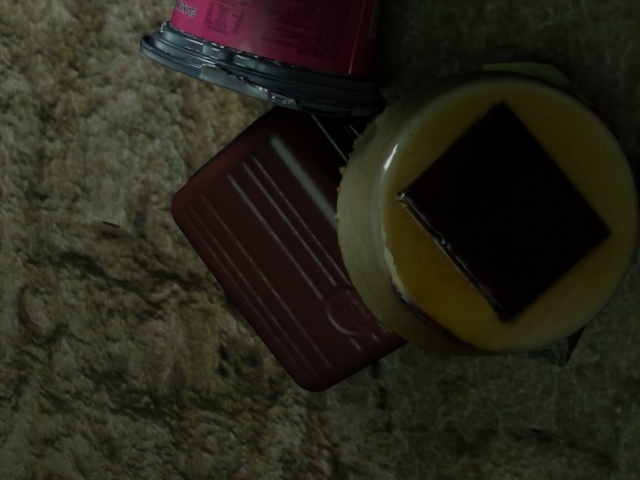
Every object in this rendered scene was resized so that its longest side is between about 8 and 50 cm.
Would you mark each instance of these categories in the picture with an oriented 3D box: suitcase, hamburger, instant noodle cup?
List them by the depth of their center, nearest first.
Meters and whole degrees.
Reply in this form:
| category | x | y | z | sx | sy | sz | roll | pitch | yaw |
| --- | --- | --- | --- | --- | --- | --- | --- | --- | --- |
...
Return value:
| category | x | y | z | sx | sy | sz | roll | pitch | yaw |
| --- | --- | --- | --- | --- | --- | --- | --- | --- | --- |
| hamburger | 0.162 | -0.024 | 1.027 | 0.302 | 0.170 | 0.302 | -1 | 95 | -6 |
| instant noodle cup | -0.035 | -0.246 | 1.061 | 0.302 | 0.258 | 0.181 | 34 | 113 | 50 |
| suitcase | 0.000 | 0.000 | 1.192 | 0.236 | 0.161 | 0.297 | -34 | 93 | 37 |

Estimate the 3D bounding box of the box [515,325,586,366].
| category | x | y | z | sx | sy | sz | roll | pitch | yaw |
| --- | --- | --- | --- | --- | --- | --- | --- | --- | --- |
| box | 0.247 | 0.089 | 1.133 | 0.062 | 0.098 | 0.045 | 14 | 124 | 26 |

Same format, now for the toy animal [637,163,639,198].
| category | x | y | z | sx | sy | sz | roll | pitch | yaw |
| --- | --- | --- | --- | --- | --- | --- | --- | --- | --- |
| toy animal | 0.401 | 0.031 | 1.034 | 0.157 | 0.097 | 0.312 | 2 | 116 | 42 |
